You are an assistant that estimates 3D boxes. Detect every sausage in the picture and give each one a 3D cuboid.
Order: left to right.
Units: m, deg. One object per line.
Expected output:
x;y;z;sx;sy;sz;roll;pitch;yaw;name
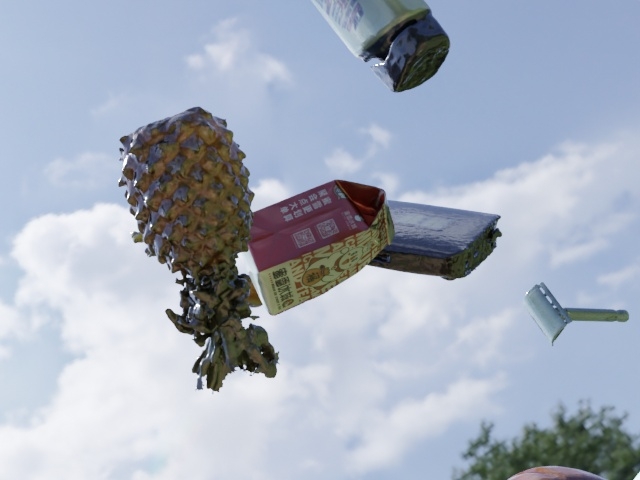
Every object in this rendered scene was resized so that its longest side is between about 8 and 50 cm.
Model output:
-0.150;0.105;2.134;0.062;0.054;0.183;-60;-19;-3;sausage

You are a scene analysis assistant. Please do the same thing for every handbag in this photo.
0.000;0.000;1.954;0.298;0.151;0.171;-23;-34;-8;handbag

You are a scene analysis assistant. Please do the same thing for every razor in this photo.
0.496;0.143;1.928;0.232;0.106;0.068;6;-51;-34;razor

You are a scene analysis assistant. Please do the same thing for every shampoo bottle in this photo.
0.016;-0.329;1.225;0.078;0.359;0.134;-28;-17;-28;shampoo bottle

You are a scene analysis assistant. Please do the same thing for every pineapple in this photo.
-0.142;0.015;1.319;0.175;0.361;0.175;-21;2;1;pineapple

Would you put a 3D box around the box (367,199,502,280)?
0.211;-0.008;2.336;0.359;0.350;0.091;-31;-55;-60;box

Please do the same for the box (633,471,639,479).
0.679;0.555;1.903;0.118;0.311;0.205;36;-83;-20;box

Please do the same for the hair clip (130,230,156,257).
-0.212;-0.017;1.511;0.116;0.049;0.172;7;-19;-30;hair clip

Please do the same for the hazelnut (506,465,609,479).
0.359;0.528;1.629;0.372;0.315;0.372;-46;10;11;hazelnut
